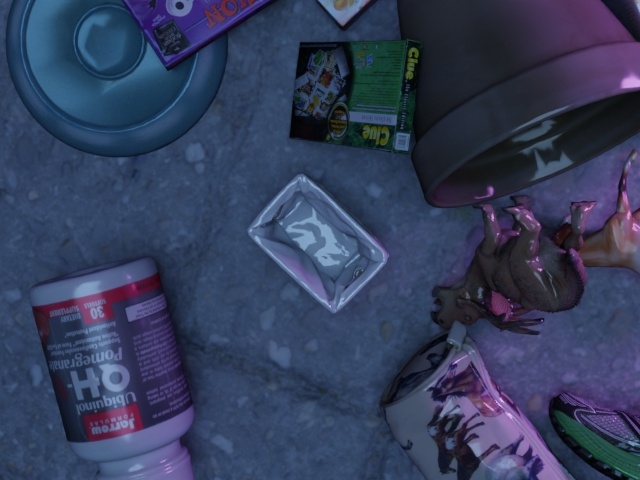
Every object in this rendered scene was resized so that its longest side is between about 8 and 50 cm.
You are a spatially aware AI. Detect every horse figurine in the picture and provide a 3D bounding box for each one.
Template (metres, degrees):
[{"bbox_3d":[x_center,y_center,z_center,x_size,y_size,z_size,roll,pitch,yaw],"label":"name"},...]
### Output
[{"bbox_3d":[0.458,0.003,1.404,0.263,0.066,0.174,31,91,3],"label":"horse figurine"}]

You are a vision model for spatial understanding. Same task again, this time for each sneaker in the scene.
[{"bbox_3d":[0.469,0.273,1.383,0.343,0.134,0.146,19,80,21],"label":"sneaker"}]

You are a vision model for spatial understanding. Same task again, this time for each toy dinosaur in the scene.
[{"bbox_3d":[0.269,0.049,1.348,0.127,0.295,0.200,-7,97,-25],"label":"toy dinosaur"}]

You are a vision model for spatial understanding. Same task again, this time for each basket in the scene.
[{"bbox_3d":[0.000,0.000,1.419,0.167,0.103,0.113,44,97,0],"label":"basket"}]

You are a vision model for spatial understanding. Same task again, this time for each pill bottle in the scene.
[{"bbox_3d":[-0.272,0.193,1.421,0.176,0.176,0.318,-14,94,6],"label":"pill bottle"}]

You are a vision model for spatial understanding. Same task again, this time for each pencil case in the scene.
[{"bbox_3d":[0.249,0.308,1.399,0.183,0.160,0.410,-38,91,24],"label":"pencil case"}]

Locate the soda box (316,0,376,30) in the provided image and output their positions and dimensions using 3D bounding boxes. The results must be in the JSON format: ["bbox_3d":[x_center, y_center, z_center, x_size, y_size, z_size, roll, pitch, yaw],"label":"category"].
[{"bbox_3d":[0.076,-0.366,1.401,0.183,0.058,0.063,-42,91,6],"label":"soda box"}]

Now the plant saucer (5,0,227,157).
[{"bbox_3d":[-0.288,-0.274,1.447,0.317,0.044,0.317,0,95,4],"label":"plant saucer"}]

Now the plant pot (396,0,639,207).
[{"bbox_3d":[0.229,-0.231,1.302,0.323,0.323,0.280,-24,77,6],"label":"plant pot"}]

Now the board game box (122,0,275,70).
[{"bbox_3d":[-0.118,-0.407,1.393,0.347,0.056,0.208,-34,96,-3],"label":"board game box"}]

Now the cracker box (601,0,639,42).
[{"bbox_3d":[0.434,-0.254,1.335,0.067,0.156,0.232,-24,94,6],"label":"cracker box"}]

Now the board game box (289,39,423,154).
[{"bbox_3d":[0.038,-0.187,1.337,0.030,0.259,0.136,6,96,-31],"label":"board game box"}]
